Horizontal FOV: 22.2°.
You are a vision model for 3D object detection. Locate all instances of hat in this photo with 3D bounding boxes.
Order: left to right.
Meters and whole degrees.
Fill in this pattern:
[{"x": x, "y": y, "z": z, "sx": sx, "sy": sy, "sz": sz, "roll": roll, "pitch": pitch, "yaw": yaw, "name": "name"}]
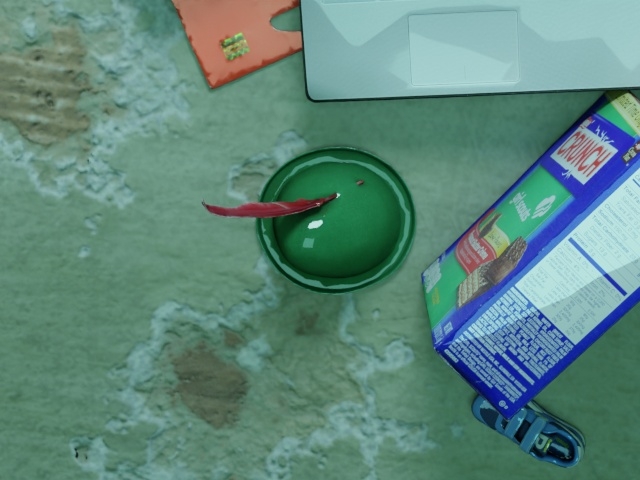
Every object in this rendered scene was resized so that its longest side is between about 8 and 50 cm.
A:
[{"x": 0.000, "y": 0.000, "z": 1.767, "sx": 0.208, "sy": 0.183, "sz": 0.173, "roll": -10, "pitch": 103, "yaw": 6, "name": "hat"}]

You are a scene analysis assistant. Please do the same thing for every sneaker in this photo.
[{"x": 0.241, "y": 0.215, "z": 1.869, "sx": 0.144, "sy": 0.059, "sz": 0.053, "roll": 25, "pitch": 106, "yaw": -2, "name": "sneaker"}]

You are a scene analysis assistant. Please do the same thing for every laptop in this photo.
[{"x": 0.146, "y": -0.315, "z": 1.586, "sx": 0.382, "sy": 0.236, "sz": 0.408, "roll": -1, "pitch": 108, "yaw": 8, "name": "laptop"}]

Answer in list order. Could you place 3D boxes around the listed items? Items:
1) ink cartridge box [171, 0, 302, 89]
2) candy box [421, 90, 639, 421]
[{"x": -0.052, "y": -0.319, "z": 1.760, "sx": 0.275, "sy": 0.060, "sz": 0.239, "roll": -23, "pitch": 100, "yaw": 8, "name": "ink cartridge box"}, {"x": 0.259, "y": 0.002, "z": 1.710, "sx": 0.317, "sy": 0.268, "sz": 0.122, "roll": -44, "pitch": 101, "yaw": 11, "name": "candy box"}]
